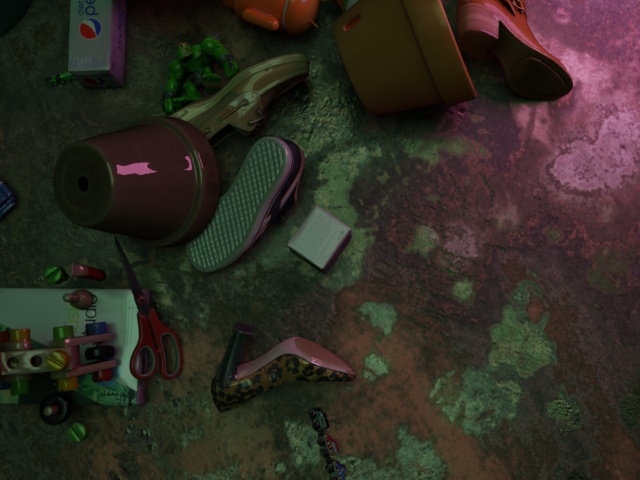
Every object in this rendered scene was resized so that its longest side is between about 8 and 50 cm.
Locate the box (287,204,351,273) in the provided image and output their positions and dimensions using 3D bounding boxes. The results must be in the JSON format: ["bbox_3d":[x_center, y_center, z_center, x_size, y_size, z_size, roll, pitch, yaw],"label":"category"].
[{"bbox_3d":[0.000,0.000,1.298,0.087,0.101,0.102,35,85,8],"label":"box"}]

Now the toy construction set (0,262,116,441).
[{"bbox_3d":[-0.508,0.179,1.177,0.257,0.237,0.308,20,83,6],"label":"toy construction set"}]

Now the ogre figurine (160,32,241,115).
[{"bbox_3d":[-0.258,-0.349,1.367,0.097,0.197,0.118,5,62,-39],"label":"ogre figurine"}]

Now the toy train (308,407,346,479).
[{"bbox_3d":[0.016,0.402,1.278,0.036,0.027,0.158,-17,80,-10],"label":"toy train"}]

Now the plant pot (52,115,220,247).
[{"bbox_3d":[-0.356,-0.106,1.226,0.263,0.229,0.263,3,97,26],"label":"plant pot"}]

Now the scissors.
[{"bbox_3d":[-0.340,0.133,1.297,0.109,0.021,0.297,-8,87,-36],"label":"scissors"}]

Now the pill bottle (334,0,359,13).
[{"bbox_3d":[0.050,-0.582,1.360,0.136,0.136,0.245,-33,76,-2],"label":"pill bottle"}]

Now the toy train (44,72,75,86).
[{"bbox_3d":[-0.557,-0.353,1.422,0.083,0.024,0.017,-16,81,1],"label":"toy train"}]

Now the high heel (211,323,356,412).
[{"bbox_3d":[-0.077,0.282,1.290,0.261,0.093,0.186,19,106,-6],"label":"high heel"}]

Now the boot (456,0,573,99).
[{"bbox_3d":[0.399,-0.426,1.348,0.283,0.109,0.220,22,56,-13],"label":"boot"}]

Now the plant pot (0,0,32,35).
[{"bbox_3d":[-0.786,-0.595,1.365,0.293,0.235,0.293,0,81,3],"label":"plant pot"}]

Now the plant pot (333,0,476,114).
[{"bbox_3d":[0.156,-0.372,1.270,0.203,0.291,0.290,-21,81,16],"label":"plant pot"}]

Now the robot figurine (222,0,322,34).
[{"bbox_3d":[-0.093,-0.505,1.366,0.219,0.158,0.128,19,110,6],"label":"robot figurine"}]

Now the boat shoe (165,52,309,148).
[{"bbox_3d":[-0.161,-0.264,1.346,0.341,0.121,0.110,-28,85,9],"label":"boat shoe"}]

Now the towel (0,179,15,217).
[{"bbox_3d":[-0.833,-0.123,1.404,0.243,0.040,0.336,-44,80,-2],"label":"towel"}]

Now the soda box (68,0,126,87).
[{"bbox_3d":[-0.471,-0.475,1.398,0.091,0.098,0.286,-1,82,1],"label":"soda box"}]

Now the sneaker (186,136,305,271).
[{"bbox_3d":[-0.138,-0.064,1.315,0.126,0.127,0.321,46,111,14],"label":"sneaker"}]

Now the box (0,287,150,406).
[{"bbox_3d":[-0.510,0.211,1.320,0.322,0.058,0.232,0,81,4],"label":"box"}]
